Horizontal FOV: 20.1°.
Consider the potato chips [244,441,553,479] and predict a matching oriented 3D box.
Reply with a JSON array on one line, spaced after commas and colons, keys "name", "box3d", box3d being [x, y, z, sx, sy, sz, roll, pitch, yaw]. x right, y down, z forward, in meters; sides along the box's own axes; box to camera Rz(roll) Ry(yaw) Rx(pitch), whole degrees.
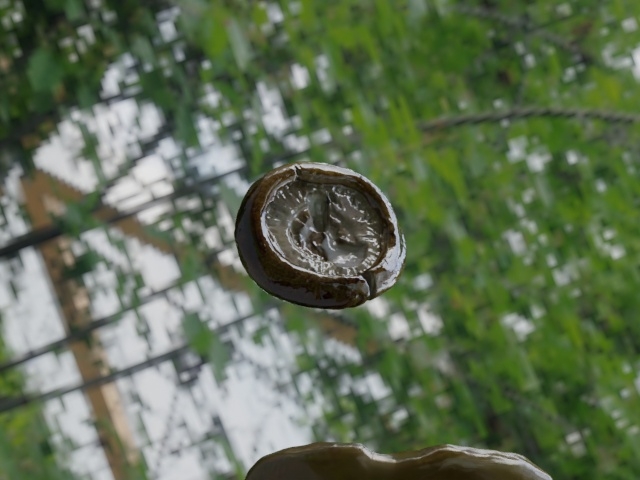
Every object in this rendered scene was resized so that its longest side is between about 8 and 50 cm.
[{"name": "potato chips", "box3d": [0.030, 0.129, 0.632, 0.201, 0.150, 0.049, 77, 3, -51]}]

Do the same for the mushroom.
[{"name": "mushroom", "box3d": [0.000, 0.000, 1.258, 0.123, 0.123, 0.052, 64, -28, 22]}]
